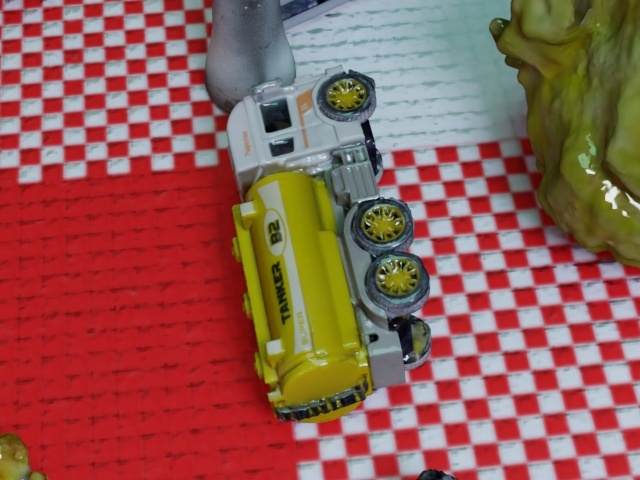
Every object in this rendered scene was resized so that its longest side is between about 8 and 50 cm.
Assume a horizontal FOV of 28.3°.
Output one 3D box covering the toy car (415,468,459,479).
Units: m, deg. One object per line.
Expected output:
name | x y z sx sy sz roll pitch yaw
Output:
toy car | 0.105 0.200 0.691 0.171 0.070 0.080 25 59 18

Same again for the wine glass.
wine glass | -0.050 -0.160 0.884 0.072 0.155 0.072 0 55 0

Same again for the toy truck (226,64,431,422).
toy truck | 0.000 0.000 0.812 0.114 0.098 0.226 -12 58 -1

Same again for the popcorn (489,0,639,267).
popcorn | 0.241 -0.116 0.797 0.258 0.270 0.224 -9 12 6

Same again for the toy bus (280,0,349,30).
toy bus | 0.054 -0.278 0.981 0.297 0.131 0.106 -28 60 -17

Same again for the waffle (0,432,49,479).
waffle | -0.224 0.197 0.701 0.161 0.055 0.210 19 59 11
